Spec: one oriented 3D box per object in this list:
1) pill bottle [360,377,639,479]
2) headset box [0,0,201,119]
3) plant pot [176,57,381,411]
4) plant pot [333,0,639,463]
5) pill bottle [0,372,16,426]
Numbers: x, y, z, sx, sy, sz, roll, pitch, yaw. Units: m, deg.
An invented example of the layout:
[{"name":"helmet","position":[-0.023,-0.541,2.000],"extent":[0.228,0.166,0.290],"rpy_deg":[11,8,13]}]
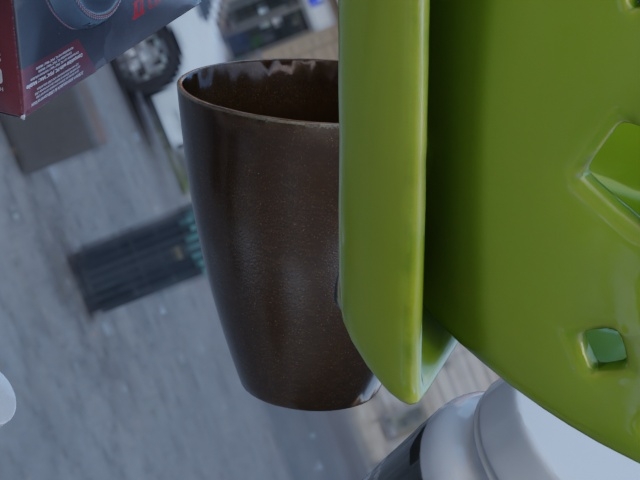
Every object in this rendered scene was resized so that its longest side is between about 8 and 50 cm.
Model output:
[{"name":"pill bottle","position":[0.104,0.209,1.027],"extent":[0.161,0.283,0.161],"rpy_deg":[25,39,-22]},{"name":"headset box","position":[-0.171,-0.227,0.890],"extent":[0.218,0.110,0.293],"rpy_deg":[-45,144,-52]},{"name":"plant pot","position":[0.000,0.000,1.071],"extent":[0.215,0.215,0.230],"rpy_deg":[-108,-160,-71]},{"name":"plant pot","position":[0.127,-0.057,0.527],"extent":[0.227,0.207,0.228],"rpy_deg":[-49,142,-58]},{"name":"pill bottle","position":[-0.273,0.135,1.042],"extent":[0.065,0.116,0.065],"rpy_deg":[38,34,-32]}]
